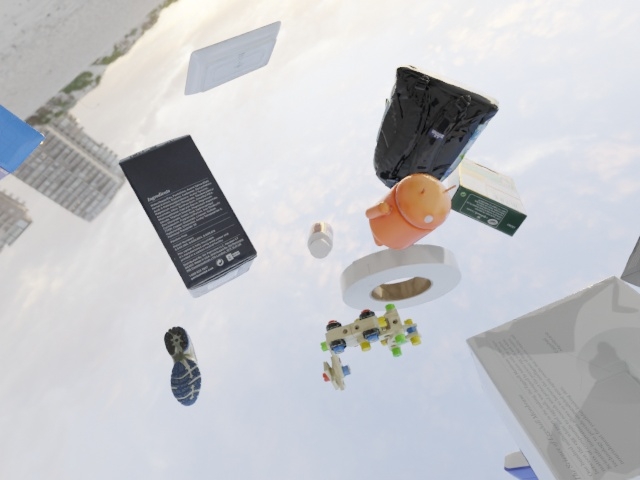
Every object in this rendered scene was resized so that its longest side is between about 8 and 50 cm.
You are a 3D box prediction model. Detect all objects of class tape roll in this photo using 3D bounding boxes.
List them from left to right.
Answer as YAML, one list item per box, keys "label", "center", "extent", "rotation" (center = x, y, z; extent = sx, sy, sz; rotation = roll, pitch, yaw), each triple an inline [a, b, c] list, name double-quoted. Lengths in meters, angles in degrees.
- label: "tape roll"
  center: [0.254, 0.132, 1.311]
  extent: [0.393, 0.392, 0.071]
  rotation: [-21, -122, 23]

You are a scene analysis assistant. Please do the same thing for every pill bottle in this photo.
- label: "pill bottle"
  center: [0.000, 0.000, 1.344]
  extent: [0.086, 0.086, 0.152]
  rotation: [-30, -162, 15]

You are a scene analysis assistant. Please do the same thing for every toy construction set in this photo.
- label: "toy construction set"
  center: [0.130, 0.301, 1.190]
  extent: [0.328, 0.215, 0.151]
  rotation: [-32, -127, 2]

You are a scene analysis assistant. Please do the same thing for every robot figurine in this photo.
- label: "robot figurine"
  center: [0.187, -0.059, 0.866]
  extent: [0.219, 0.158, 0.128]
  rotation: [-45, -165, 55]

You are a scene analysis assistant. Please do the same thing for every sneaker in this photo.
- label: "sneaker"
  center: [-0.233, 0.218, 0.706]
  extent: [0.052, 0.058, 0.135]
  rotation: [-13, -110, -7]

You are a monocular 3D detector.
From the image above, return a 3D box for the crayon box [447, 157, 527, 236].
- label: "crayon box"
  center: [0.509, -0.150, 1.263]
  extent: [0.323, 0.203, 0.083]
  rotation: [-58, 172, -58]

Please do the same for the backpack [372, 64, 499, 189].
- label: "backpack"
  center: [0.301, -0.295, 1.177]
  extent: [0.291, 0.355, 0.273]
  rotation: [26, -147, 10]

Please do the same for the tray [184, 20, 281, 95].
- label: "tray"
  center: [-0.205, -0.436, 0.980]
  extent: [0.270, 0.030, 0.145]
  rotation: [-39, 178, -31]

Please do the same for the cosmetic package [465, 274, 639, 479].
- label: "cosmetic package"
  center: [0.347, 0.198, 0.505]
  extent: [0.225, 0.138, 0.224]
  rotation: [-24, -147, 4]

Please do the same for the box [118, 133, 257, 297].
- label: "box"
  center: [-0.197, -0.028, 0.618]
  extent: [0.108, 0.206, 0.153]
  rotation: [-28, 177, -18]

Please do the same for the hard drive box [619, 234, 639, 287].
- label: "hard drive box"
  center: [0.722, 0.033, 0.743]
  extent: [0.089, 0.233, 0.180]
  rotation: [-98, -156, -77]

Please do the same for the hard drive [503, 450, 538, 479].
- label: "hard drive"
  center: [0.547, 0.487, 0.753]
  extent: [0.210, 0.319, 0.040]
  rotation: [-50, -174, 46]

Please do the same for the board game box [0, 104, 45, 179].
- label: "board game box"
  center: [-0.363, -0.130, 0.333]
  extent: [0.160, 0.210, 0.047]
  rotation: [-2, -126, 44]
